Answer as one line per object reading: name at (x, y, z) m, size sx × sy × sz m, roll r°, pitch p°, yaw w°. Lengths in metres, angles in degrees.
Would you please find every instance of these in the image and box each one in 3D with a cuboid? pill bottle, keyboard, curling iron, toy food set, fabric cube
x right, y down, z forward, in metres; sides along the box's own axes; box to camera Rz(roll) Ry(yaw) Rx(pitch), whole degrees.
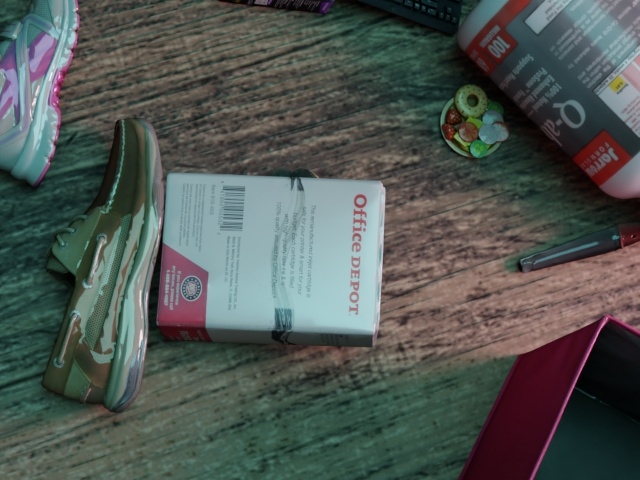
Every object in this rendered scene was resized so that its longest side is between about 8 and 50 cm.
pill bottle at (0.351, -0.181, 1.924) m, size 0.363 × 0.210 × 0.210 m, roll 46°, pitch 71°, yaw 3°
keyboard at (0.094, -0.321, 1.976) m, size 0.180 × 0.023 × 0.108 m, roll 16°, pitch 71°, yaw -27°
curling iron at (0.365, 0.007, 1.983) m, size 0.274 × 0.035 × 0.068 m, roll -8°, pitch 79°, yaw -16°
toy food set at (0.183, -0.138, 1.979) m, size 0.082 × 0.020 × 0.083 m, roll 39°, pitch 71°, yaw -3°
fabric cube at (0.315, 0.267, 1.792) m, size 0.259 × 0.258 × 0.254 m, roll 29°, pitch 71°, yaw -6°

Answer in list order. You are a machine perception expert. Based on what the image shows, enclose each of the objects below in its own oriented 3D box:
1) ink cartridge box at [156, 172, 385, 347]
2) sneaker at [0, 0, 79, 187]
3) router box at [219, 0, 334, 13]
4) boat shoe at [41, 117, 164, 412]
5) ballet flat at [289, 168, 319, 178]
ink cartridge box at (-0.051, 0.023, 1.811) m, size 0.237 × 0.100 × 0.172 m, roll 2°, pitch 76°, yaw 2°
sneaker at (-0.331, -0.190, 1.817) m, size 0.111 × 0.103 × 0.252 m, roll 12°, pitch 74°, yaw -13°
router box at (-0.050, -0.364, 1.960) m, size 0.133 × 0.046 × 0.179 m, roll 5°, pitch 76°, yaw -14°
boat shoe at (-0.236, 0.018, 1.785) m, size 0.116 × 0.123 × 0.324 m, roll 8°, pitch 73°, yaw -10°
ballet flat at (0.000, 0.000, 1.896) m, size 0.057 × 0.049 × 0.173 m, roll -21°, pitch 76°, yaw 5°
